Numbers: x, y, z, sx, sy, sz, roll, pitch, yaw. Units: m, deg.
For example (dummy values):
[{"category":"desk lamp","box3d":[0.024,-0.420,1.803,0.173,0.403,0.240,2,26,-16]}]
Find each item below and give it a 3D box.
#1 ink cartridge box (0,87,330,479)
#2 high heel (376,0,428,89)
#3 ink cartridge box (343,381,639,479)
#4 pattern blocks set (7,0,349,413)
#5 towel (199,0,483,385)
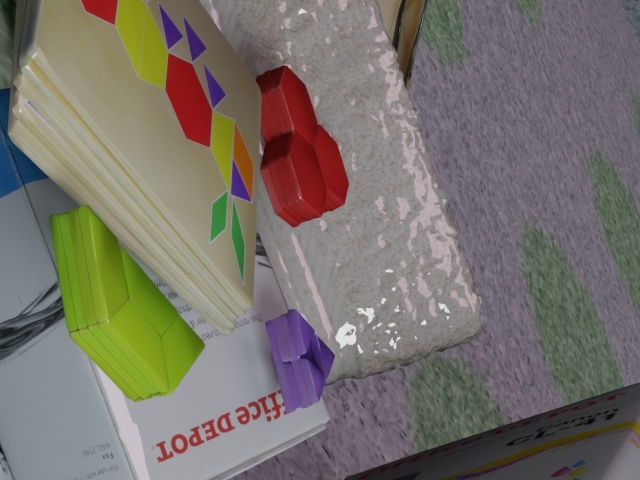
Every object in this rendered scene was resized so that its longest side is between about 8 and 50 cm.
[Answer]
[{"category":"ink cartridge box","box3d":[-0.093,0.023,0.767,0.140,0.082,0.190,-18,88,-53]},{"category":"high heel","box3d":[0.056,-0.129,1.098,0.093,0.261,0.186,-5,68,-34]},{"category":"ink cartridge box","box3d":[0.080,0.188,0.864,0.131,0.226,0.306,69,20,-2]},{"category":"pattern blocks set","box3d":[-0.072,-0.060,0.694,0.285,0.026,0.325,-84,151,-47]},{"category":"towel","box3d":[-0.036,-0.052,0.894,0.049,0.187,0.282,140,-69,-73]}]
